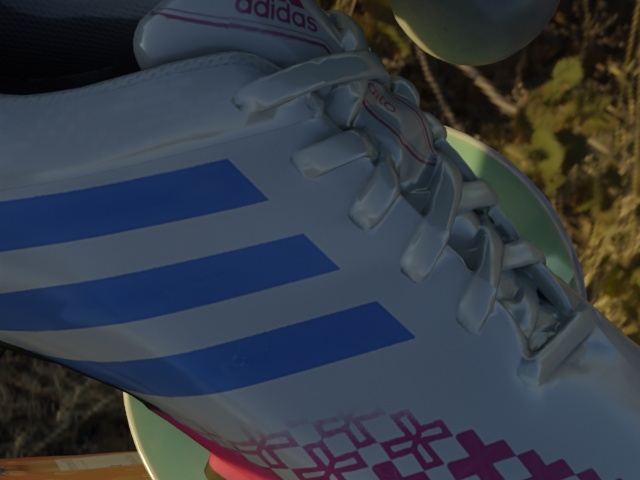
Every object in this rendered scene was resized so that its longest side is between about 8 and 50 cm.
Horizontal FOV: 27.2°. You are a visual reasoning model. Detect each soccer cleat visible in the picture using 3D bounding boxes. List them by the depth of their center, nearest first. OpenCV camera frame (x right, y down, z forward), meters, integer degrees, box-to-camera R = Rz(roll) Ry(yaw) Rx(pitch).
[{"bbox_3d":[0.000,0.000,0.377,0.331,0.143,0.116,22,26,-10],"label":"soccer cleat"}]

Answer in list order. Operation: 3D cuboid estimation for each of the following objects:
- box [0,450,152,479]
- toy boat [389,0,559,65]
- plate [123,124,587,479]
[{"bbox_3d":[-0.109,0.149,0.586,0.170,0.130,0.091,-3,91,-2],"label":"box"},{"bbox_3d":[0.094,-0.121,0.379,0.148,0.318,0.267,-45,94,0],"label":"toy boat"},{"bbox_3d":[0.011,0.040,0.519,0.188,0.024,0.188,-6,67,16],"label":"plate"}]
